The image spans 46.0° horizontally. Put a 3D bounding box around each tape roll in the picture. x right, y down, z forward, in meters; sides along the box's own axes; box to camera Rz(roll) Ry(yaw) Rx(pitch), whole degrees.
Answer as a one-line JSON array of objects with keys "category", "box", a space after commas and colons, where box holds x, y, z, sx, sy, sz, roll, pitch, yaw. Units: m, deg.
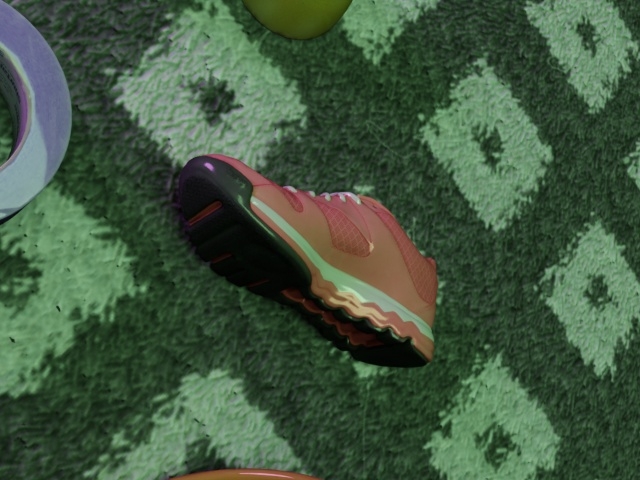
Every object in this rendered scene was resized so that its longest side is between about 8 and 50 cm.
[{"category": "tape roll", "box": [-0.292, -0.095, 0.570, 0.189, 0.080, 0.189, 4, 81, -30]}]

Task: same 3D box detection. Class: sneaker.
[{"category": "sneaker", "box": [0.000, 0.000, 0.727, 0.314, 0.116, 0.136, 38, 57, -28]}]

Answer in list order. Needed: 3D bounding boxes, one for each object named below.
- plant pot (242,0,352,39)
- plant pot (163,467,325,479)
[{"category": "plant pot", "box": [-0.007, -0.280, 0.747, 0.134, 0.095, 0.134, 4, 83, -30]}, {"category": "plant pot", "box": [-0.074, 0.332, 0.549, 0.290, 0.291, 0.204, -12, 107, -31]}]
